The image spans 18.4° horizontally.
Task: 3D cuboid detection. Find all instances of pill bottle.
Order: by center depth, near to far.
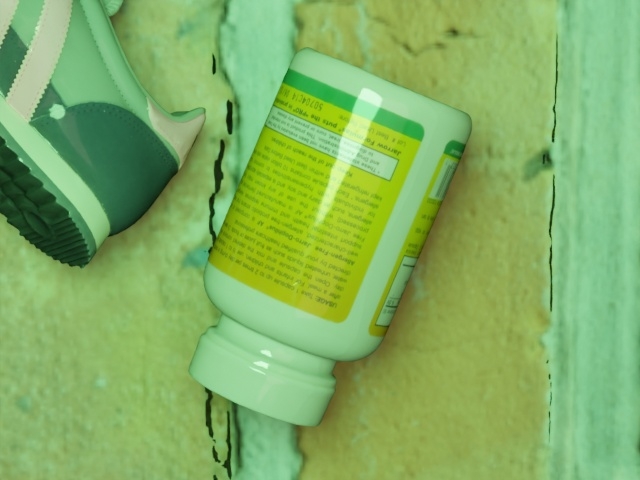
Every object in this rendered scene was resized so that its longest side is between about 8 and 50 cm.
[{"bbox_3d":[0.000,0.000,1.186,0.117,0.117,0.208,21,95,-20],"label":"pill bottle"}]

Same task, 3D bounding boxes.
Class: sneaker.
[{"bbox_3d":[-0.187,-0.146,1.117,0.131,0.112,0.319,-42,112,-26],"label":"sneaker"}]
